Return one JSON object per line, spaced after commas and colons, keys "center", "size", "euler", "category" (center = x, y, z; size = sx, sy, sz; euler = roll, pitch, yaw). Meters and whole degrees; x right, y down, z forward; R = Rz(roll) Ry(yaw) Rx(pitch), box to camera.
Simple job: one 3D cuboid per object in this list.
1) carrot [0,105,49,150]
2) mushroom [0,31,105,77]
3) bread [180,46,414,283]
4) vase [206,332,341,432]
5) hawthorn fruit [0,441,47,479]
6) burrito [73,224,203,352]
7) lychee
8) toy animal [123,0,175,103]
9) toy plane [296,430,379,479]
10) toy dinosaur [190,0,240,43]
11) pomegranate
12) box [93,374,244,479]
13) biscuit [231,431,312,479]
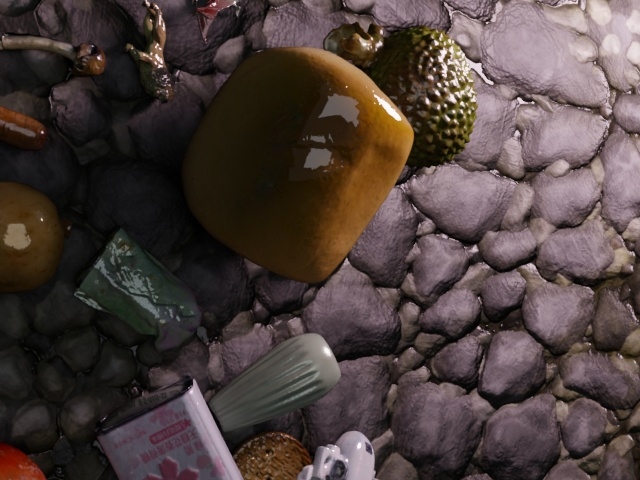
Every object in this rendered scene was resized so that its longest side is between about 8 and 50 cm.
{"center": [-0.575, -0.215, 1.235], "size": [0.247, 0.059, 0.059], "euler": [25, 78, -18], "category": "carrot"}
{"center": [-0.470, -0.327, 1.291], "size": [0.186, 0.061, 0.060], "euler": [12, 70, -11], "category": "mushroom"}
{"center": [-0.050, -0.143, 1.286], "size": [0.348, 0.253, 0.376], "euler": [37, 100, 7], "category": "bread"}
{"center": [-0.089, 0.273, 1.393], "size": [0.248, 0.128, 0.128], "euler": [-27, 98, -13], "category": "vase"}
{"center": [-0.528, 0.426, 1.146], "size": [0.235, 0.263, 0.231], "euler": [-41, 132, 22], "category": "hawthorn fruit"}
{"center": [-0.313, 0.095, 1.318], "size": [0.228, 0.089, 0.144], "euler": [39, 76, -15], "category": "burrito"}
{"center": [0.169, -0.290, 1.452], "size": [0.269, 0.270, 0.320], "euler": [-29, 117, -22], "category": "lychee"}
{"center": [-0.316, -0.357, 1.348], "size": [0.086, 0.069, 0.220], "euler": [-8, 96, -45], "category": "toy animal"}
{"center": [0.035, 0.487, 1.429], "size": [0.244, 0.117, 0.245], "euler": [11, 76, -52], "category": "toy plane"}
{"center": [-0.202, -0.476, 1.420], "size": [0.108, 0.032, 0.220], "euler": [11, 74, -19], "category": "toy dinosaur"}
{"center": [-0.495, -0.005, 1.201], "size": [0.196, 0.196, 0.196], "euler": [1, 87, -23], "category": "pomegranate"}
{"center": [-0.235, 0.436, 1.312], "size": [0.190, 0.112, 0.370], "euler": [-25, 97, -8], "category": "box"}
{"center": [-0.101, 0.460, 1.425], "size": [0.187, 0.027, 0.188], "euler": [1, 88, -22], "category": "biscuit"}
